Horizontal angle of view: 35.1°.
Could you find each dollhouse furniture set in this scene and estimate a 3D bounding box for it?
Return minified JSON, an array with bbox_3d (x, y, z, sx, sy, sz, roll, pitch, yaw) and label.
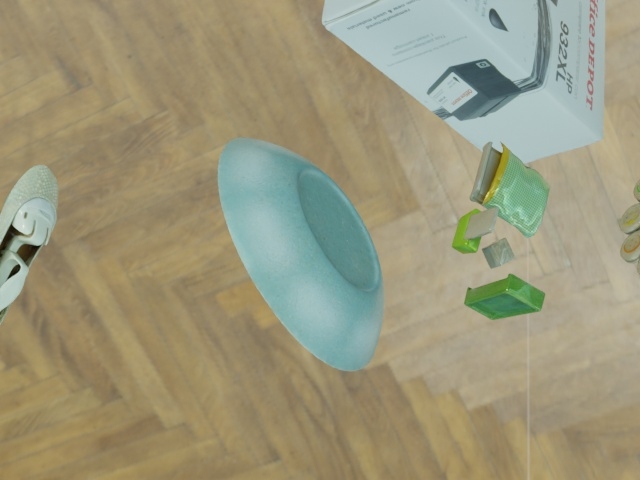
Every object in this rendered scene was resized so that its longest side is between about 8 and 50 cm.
[{"bbox_3d":[0.160,-0.014,0.828,0.076,0.152,0.058,30,153,-21],"label":"dollhouse furniture set"}]

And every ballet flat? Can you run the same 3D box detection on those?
[{"bbox_3d":[-0.283,0.009,0.956,0.052,0.057,0.168,16,78,40],"label":"ballet flat"}]

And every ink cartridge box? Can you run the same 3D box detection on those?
[{"bbox_3d":[0.160,-0.245,1.018,0.129,0.223,0.307,-14,148,40],"label":"ink cartridge box"}]

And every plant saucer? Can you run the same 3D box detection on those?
[{"bbox_3d":[0.000,0.000,0.744,0.037,0.195,0.195,-30,103,21],"label":"plant saucer"}]

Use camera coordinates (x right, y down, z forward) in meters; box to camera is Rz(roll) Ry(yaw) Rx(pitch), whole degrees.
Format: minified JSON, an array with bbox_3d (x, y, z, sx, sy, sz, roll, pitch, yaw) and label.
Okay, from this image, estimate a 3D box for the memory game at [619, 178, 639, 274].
[{"bbox_3d":[0.369,-0.040,1.002,0.012,0.186,0.186,33,116,-22],"label":"memory game"}]
